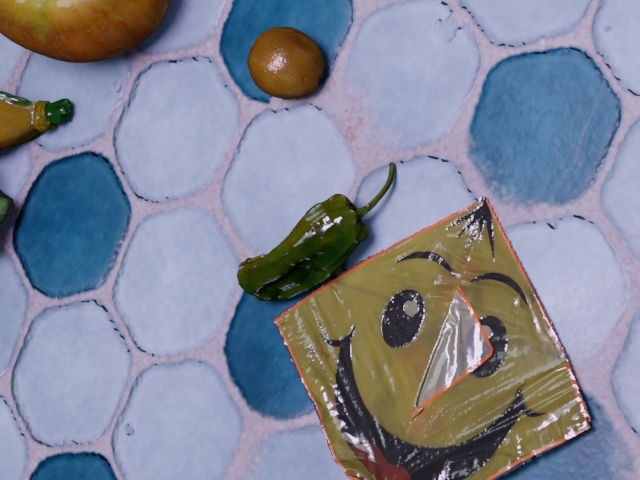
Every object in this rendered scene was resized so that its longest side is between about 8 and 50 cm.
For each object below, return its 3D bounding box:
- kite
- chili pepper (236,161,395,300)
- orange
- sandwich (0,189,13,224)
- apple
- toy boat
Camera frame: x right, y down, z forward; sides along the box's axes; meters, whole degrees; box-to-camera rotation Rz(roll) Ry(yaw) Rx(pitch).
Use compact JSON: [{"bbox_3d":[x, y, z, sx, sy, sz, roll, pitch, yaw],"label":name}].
[{"bbox_3d":[0.113,0.109,1.638,0.377,0.013,0.328,20,91,32],"label":"kite"},{"bbox_3d":[-0.002,-0.002,1.686,0.204,0.072,0.073,-37,64,19],"label":"chili pepper"},{"bbox_3d":[-0.037,-0.191,1.739,0.085,0.085,0.085,-5,79,28],"label":"orange"},{"bbox_3d":[-0.531,-0.092,1.864,0.250,0.301,0.162,29,111,44],"label":"sandwich"},{"bbox_3d":[-0.277,-0.303,1.838,0.235,0.173,0.210,36,95,20],"label":"apple"},{"bbox_3d":[-0.404,-0.154,1.940,0.229,0.089,0.088,14,49,30],"label":"toy boat"}]
